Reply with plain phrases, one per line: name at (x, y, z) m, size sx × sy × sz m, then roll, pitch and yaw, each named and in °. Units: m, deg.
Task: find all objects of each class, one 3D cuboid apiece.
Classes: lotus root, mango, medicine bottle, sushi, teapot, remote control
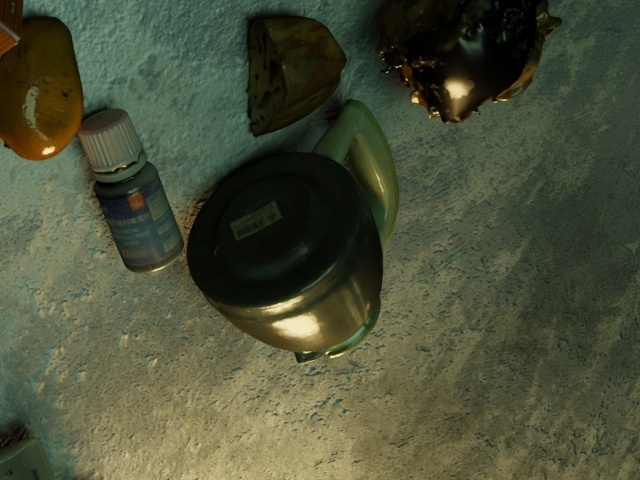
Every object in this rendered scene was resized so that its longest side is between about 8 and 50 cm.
lotus root at (-0.028, -0.214, 1.929) m, size 0.135 × 0.095 × 0.159 m, roll -26°, pitch 125°, yaw -23°
mango at (-0.335, -0.176, 1.770) m, size 0.115 × 0.089 × 0.165 m, roll -15°, pitch 113°, yaw -25°
medicine bottle at (-0.236, -0.062, 1.874) m, size 0.083 × 0.083 × 0.203 m, roll -27°, pitch 118°, yaw -18°
sushi at (0.200, -0.257, 1.979) m, size 0.204 × 0.200 × 0.213 m, roll 40°, pitch 64°, yaw -34°
teapot at (-0.022, 0.008, 1.982) m, size 0.239 × 0.321 × 0.239 m, roll -12°, pitch 141°, yaw 18°
remote control at (-0.489, 0.345, 1.909) m, size 0.313 × 0.055 × 0.109 m, roll -24°, pitch 131°, yaw -16°

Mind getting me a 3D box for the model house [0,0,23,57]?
model house at (-0.402, -0.235, 1.621) m, size 0.219 × 0.136 × 0.207 m, roll 43°, pitch 79°, yaw -35°
